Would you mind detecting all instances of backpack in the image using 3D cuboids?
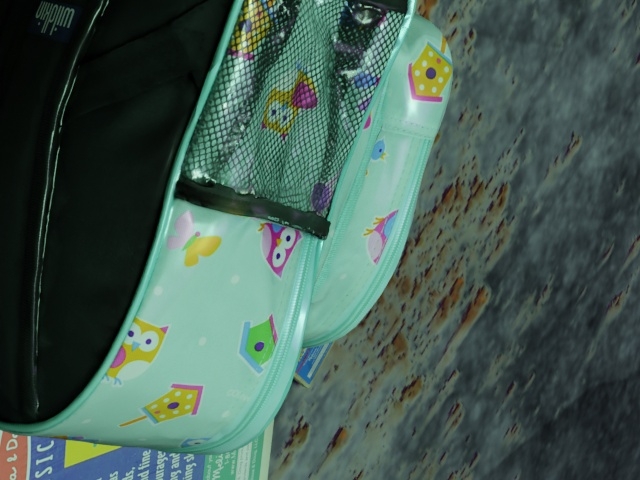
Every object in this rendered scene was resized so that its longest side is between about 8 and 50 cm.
[{"bbox_3d":[-0.057,-0.023,0.624,0.144,0.166,0.188,22,90,-45],"label":"backpack"}]

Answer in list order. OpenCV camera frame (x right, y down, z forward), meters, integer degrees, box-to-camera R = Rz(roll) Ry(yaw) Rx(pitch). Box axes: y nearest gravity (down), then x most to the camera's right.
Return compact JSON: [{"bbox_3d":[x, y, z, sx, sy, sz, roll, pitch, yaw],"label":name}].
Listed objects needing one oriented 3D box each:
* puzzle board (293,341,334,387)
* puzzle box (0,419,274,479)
[{"bbox_3d":[0.000,0.000,0.936,0.128,0.011,0.096,-61,145,-12],"label":"puzzle board"},{"bbox_3d":[-0.111,-0.027,0.738,0.272,0.052,0.409,-16,118,-50],"label":"puzzle box"}]
